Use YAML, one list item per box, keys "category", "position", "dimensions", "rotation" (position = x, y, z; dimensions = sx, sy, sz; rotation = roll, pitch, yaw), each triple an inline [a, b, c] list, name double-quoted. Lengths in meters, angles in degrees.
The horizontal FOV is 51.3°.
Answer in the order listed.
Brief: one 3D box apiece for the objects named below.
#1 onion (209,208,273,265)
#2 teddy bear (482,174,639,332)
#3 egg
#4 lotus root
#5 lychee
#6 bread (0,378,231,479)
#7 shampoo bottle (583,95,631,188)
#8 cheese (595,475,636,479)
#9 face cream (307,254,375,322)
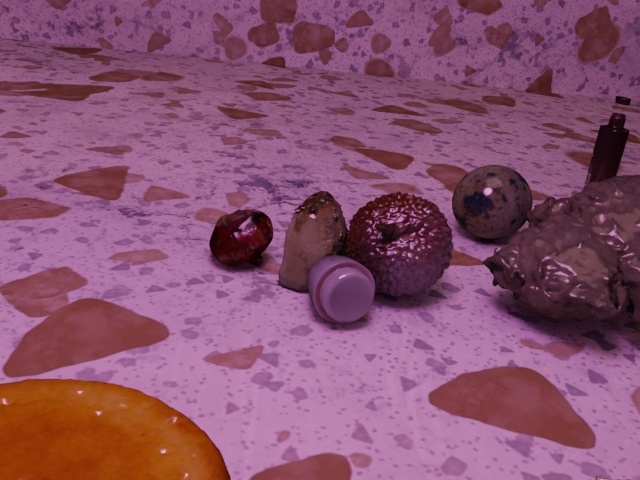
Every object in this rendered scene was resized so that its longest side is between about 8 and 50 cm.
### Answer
- category: "onion"
  position: [-0.122, -0.002, 1.054]
  dimensions: [0.107, 0.097, 0.107]
  rotation: [-29, 7, 4]
- category: "teddy bear"
  position: [0.429, 0.037, 1.043]
  dimensions: [0.367, 0.224, 0.357]
  rotation: [-16, 32, -13]
- category: "egg"
  position: [0.332, -0.074, 1.273]
  dimensions: [0.182, 0.141, 0.141]
  rotation: [-7, 27, -46]
- category: "lotus root"
  position: [0.002, 0.002, 1.025]
  dimensions: [0.070, 0.144, 0.143]
  rotation: [21, 35, 25]
- category: "lychee"
  position: [0.119, 0.004, 1.005]
  dimensions: [0.165, 0.165, 0.197]
  rotation: [14, -17, 15]
- category: "bread"
  position: [-0.187, 0.222, 0.441]
  dimensions: [0.312, 0.172, 0.312]
  rotation: [4, 23, -2]
- category: "shampoo bottle"
  position: [0.681, -0.219, 1.570]
  dimensions: [0.067, 0.236, 0.068]
  rotation: [2, 23, -16]
- category: "cheese"
  position: [0.297, 0.267, 0.637]
  dimensions: [0.060, 0.041, 0.084]
  rotation: [-1, 40, 0]
- category: "face cream"
  position: [0.026, 0.066, 0.942]
  dimensions: [0.091, 0.091, 0.095]
  rotation: [-1, 17, -19]
